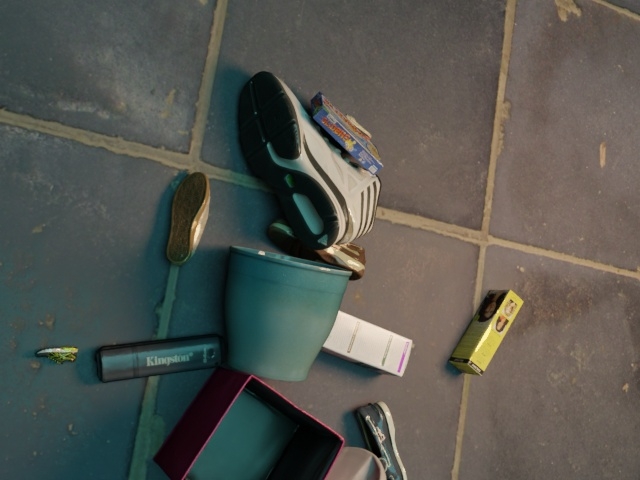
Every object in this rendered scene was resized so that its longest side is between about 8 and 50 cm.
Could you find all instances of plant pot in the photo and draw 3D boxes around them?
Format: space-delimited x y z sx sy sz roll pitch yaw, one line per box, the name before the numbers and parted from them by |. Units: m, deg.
plant pot | -0.089 0.163 1.599 0.272 0.272 0.255 12 90 -22

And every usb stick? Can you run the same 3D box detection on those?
usb stick | -0.342 0.252 1.590 0.278 0.045 0.077 -4 86 -24

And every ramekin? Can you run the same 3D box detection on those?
ramekin | 0.035 0.589 1.606 0.273 0.273 0.127 -33 110 -22

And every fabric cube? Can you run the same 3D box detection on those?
fabric cube | -0.155 0.442 1.537 0.259 0.258 0.254 38 71 -15

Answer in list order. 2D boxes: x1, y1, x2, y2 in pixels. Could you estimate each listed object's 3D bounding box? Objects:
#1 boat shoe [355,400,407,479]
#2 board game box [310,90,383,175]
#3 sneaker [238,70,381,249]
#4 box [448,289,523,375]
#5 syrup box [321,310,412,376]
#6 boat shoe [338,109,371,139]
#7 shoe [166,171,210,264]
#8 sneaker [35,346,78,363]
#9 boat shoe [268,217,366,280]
boat shoe | 0.144 0.513 1.745 0.079 0.095 0.254 -11 88 -25
board game box | 0.060 -0.251 1.723 0.035 0.136 0.201 -42 112 16
sneaker | -0.017 -0.187 1.740 0.257 0.169 0.447 -8 69 -54
box | 0.427 0.234 1.898 0.058 0.087 0.232 40 70 -17
syrup box | 0.089 0.241 1.748 0.237 0.093 0.096 25 76 -19
boat shoe | 0.069 -0.285 1.816 0.137 0.049 0.043 41 68 -17
shoe | -0.294 -0.047 1.640 0.077 0.058 0.219 10 75 9
sneaker | -0.541 0.238 1.515 0.083 0.031 0.035 0 85 -23
boat shoe | -0.004 0.002 1.743 0.257 0.095 0.095 30 60 -24
